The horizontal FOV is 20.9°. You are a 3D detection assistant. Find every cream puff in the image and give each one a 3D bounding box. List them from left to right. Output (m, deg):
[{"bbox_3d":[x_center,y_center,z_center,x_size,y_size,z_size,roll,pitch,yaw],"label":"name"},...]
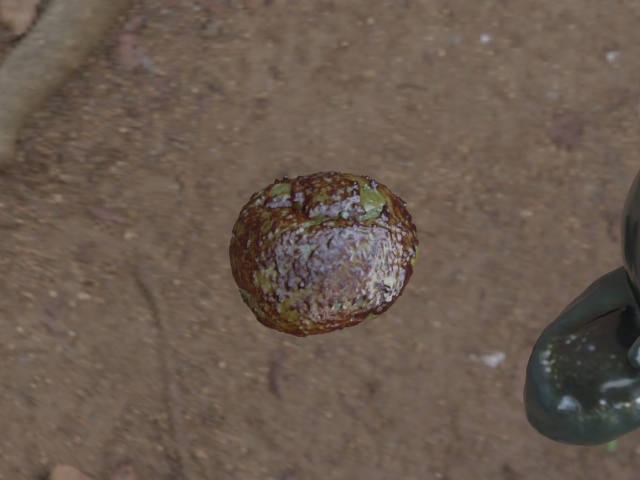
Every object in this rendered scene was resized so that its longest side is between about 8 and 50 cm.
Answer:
[{"bbox_3d":[0.000,0.000,1.290,0.149,0.149,0.084,-39,138,-18],"label":"cream puff"}]

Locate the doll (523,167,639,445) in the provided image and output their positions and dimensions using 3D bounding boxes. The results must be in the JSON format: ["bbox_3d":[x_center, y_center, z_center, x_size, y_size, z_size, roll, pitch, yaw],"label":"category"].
[{"bbox_3d":[0.319,0.037,0.867,0.382,0.252,0.378,-40,102,-11],"label":"doll"}]
